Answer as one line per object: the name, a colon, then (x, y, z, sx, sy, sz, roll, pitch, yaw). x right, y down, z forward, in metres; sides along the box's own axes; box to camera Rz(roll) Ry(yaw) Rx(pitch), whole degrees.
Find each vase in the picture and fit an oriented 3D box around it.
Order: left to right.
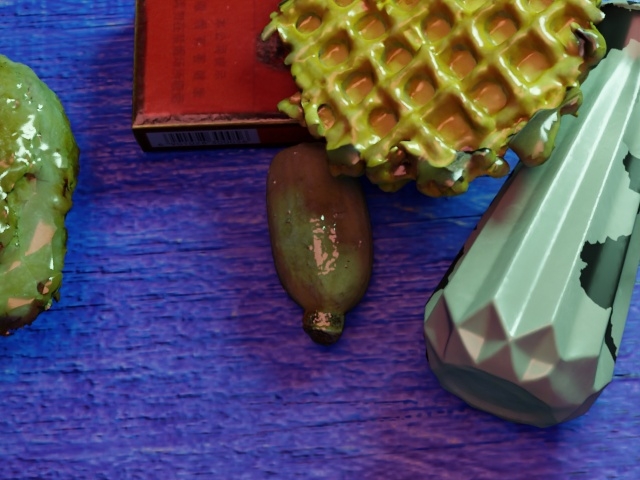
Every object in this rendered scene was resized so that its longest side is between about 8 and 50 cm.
vase: (0.214, -0.026, 1.412, 0.165, 0.165, 0.360, 22, 70, 11)

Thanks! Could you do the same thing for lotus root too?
lotus root: (0.000, 0.000, 1.451, 0.090, 0.077, 0.183, -6, 70, 3)

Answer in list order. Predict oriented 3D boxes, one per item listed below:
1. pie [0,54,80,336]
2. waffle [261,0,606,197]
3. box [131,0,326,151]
pie: (-0.370, -0.043, 1.462, 0.355, 0.103, 0.288, 14, 62, 20)
waffle: (0.098, -0.176, 1.411, 0.329, 0.062, 0.329, -6, 71, 19)
box: (-0.048, -0.164, 1.514, 0.240, 0.074, 0.153, -2, 67, 3)
